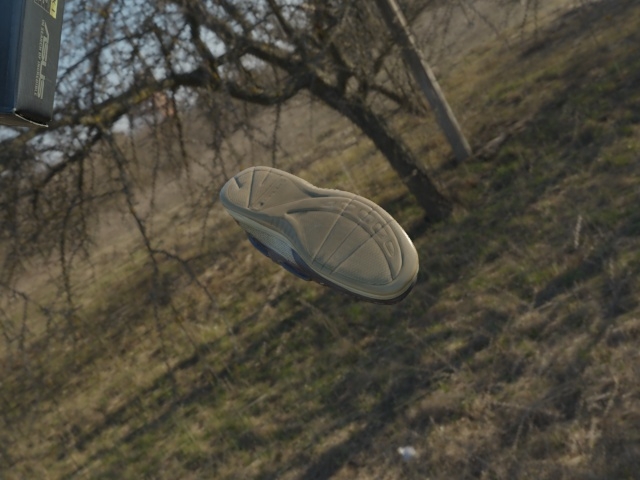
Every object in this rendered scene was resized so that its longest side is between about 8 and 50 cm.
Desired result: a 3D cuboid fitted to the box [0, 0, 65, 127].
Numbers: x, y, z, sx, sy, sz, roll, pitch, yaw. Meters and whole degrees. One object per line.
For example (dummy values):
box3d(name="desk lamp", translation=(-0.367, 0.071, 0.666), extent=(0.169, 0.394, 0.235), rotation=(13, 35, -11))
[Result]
box3d(name="box", translation=(-0.221, -0.182, 0.369), extent=(0.183, 0.232, 0.059), rotation=(6, 3, -2))

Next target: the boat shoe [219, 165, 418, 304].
box3d(name="boat shoe", translation=(0.000, 0.000, 0.852), extent=(0.285, 0.092, 0.103), rotation=(26, 65, 36))
